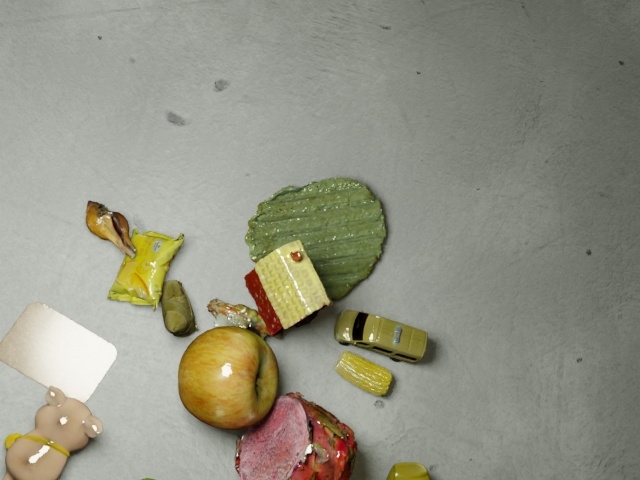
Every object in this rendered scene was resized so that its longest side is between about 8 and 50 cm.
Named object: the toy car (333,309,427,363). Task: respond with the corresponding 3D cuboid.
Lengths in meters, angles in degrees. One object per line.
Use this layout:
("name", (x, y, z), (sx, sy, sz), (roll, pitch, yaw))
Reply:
("toy car", (0.172, 0.268, 1.970), (0.256, 0.124, 0.101), (19, 70, -11))

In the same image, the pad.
("pad", (-0.680, 0.290, 1.798), (0.266, 0.002, 0.176), (32, 69, -5))

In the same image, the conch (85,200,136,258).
("conch", (-0.556, -0.035, 1.865), (0.232, 0.080, 0.086), (27, 98, 19))

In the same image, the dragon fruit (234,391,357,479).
("dragon fruit", (-0.030, 0.573, 1.771), (0.263, 0.314, 0.296), (35, 91, -30))

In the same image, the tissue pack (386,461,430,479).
("tissue pack", (0.241, 0.693, 1.850), (0.123, 0.178, 0.127), (7, 114, -14))

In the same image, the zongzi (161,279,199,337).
("zongzi", (-0.388, 0.173, 1.820), (0.078, 0.176, 0.160), (-24, 79, 0))

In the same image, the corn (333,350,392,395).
("corn", (0.120, 0.373, 1.960), (0.165, 0.063, 0.085), (30, 79, -4))

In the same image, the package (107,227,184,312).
("package", (-0.465, 0.072, 1.855), (0.168, 0.090, 0.226), (8, 73, 19))

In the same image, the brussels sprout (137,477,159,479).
("brussels sprout", (-0.418, 0.665, 1.696), (0.180, 0.144, 0.161), (-11, 57, -40))

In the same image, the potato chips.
("potato chips", (0.000, 0.000, 2.024), (0.429, 0.070, 0.359), (-11, 80, -16))

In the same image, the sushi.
("sushi", (-0.206, 0.226, 1.893), (0.226, 0.097, 0.103), (19, 71, -10))

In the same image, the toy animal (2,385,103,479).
("toy animal", (-0.661, 0.492, 1.678), (0.165, 0.149, 0.248), (39, 77, -15))

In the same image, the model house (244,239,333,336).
("model house", (-0.073, 0.121, 1.800), (0.160, 0.254, 0.196), (-23, 80, -23))

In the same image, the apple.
("apple", (-0.242, 0.346, 1.765), (0.264, 0.264, 0.264), (4, 74, -14))
